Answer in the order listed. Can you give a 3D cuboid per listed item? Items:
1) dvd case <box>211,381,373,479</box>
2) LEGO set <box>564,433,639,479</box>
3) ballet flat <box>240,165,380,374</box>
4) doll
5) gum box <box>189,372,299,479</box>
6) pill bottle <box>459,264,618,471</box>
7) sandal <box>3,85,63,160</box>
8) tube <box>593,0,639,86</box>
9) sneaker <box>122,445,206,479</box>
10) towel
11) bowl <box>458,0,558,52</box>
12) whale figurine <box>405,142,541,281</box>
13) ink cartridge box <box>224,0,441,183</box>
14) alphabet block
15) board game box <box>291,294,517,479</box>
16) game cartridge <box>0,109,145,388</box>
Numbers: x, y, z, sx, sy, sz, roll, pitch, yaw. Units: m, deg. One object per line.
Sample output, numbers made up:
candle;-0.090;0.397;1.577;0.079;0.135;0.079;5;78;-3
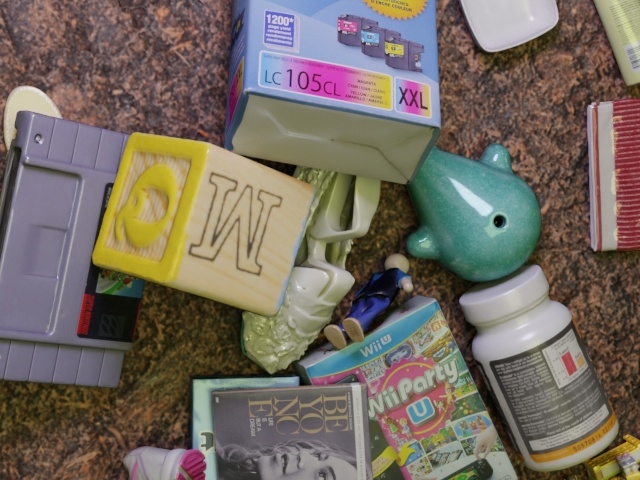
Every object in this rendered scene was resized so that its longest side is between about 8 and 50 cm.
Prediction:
dvd case;-0.039;0.288;1.847;0.221;0.018;0.165;-3;99;1
LEGO set;0.522;0.365;2.009;0.287;0.132;0.107;-19;104;10
ballet flat;0.000;0.000;1.842;0.147;0.147;0.409;17;88;-14
doll;0.082;0.081;1.884;0.046;0.129;0.189;54;43;-13
gum box;-0.111;0.288;1.894;0.157;0.041;0.184;-1;93;-13
pill bottle;0.320;0.188;1.934;0.162;0.162;0.278;-26;99;-11
sandal;-0.384;-0.095;1.786;0.088;0.079;0.240;-5;94;-13
tube;0.459;-0.358;1.998;0.062;0.070;0.240;-19;94;32
sneaker;-0.239;0.396;1.845;0.111;0.103;0.252;17;105;23
towel;0.573;-0.108;2.047;0.329;0.037;0.237;-4;94;-13
bowl;0.271;-0.360;1.949;0.142;0.053;0.142;-23;98;-13
whale figurine;0.205;-0.061;1.903;0.272;0.141;0.216;45;83;-9
ink cartridge box;0.015;-0.295;1.782;0.270;0.151;0.396;9;56;-14
alphabet block;-0.158;-0.021;1.755;0.197;0.192;0.193;20;83;-43
board game box;0.123;0.265;1.924;0.224;0.097;0.303;-27;98;-11
game cartridge;-0.336;0.019;1.768;0.230;0.068;0.355;10;91;-38
